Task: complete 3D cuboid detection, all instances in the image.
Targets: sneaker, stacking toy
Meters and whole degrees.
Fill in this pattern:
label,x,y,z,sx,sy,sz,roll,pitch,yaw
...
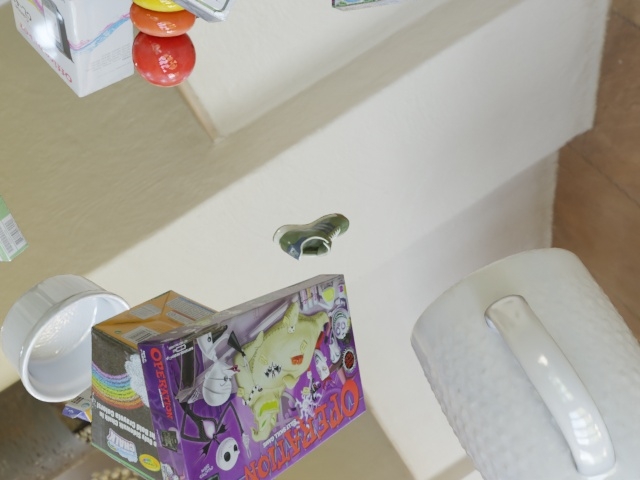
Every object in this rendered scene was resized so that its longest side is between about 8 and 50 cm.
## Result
label,x,y,z,sx,sy,sz,roll,pitch,yaw
sneaker,0.000,0.000,1.400,0.086,0.192,0.064,45,133,35
stacking toy,-0.205,-0.351,0.866,0.141,0.141,0.330,53,146,41

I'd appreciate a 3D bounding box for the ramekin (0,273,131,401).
label,x,y,z,sx,sy,sz,roll,pitch,yaw
ramekin,-0.573,0.210,1.515,0.135,0.277,0.277,31,162,30

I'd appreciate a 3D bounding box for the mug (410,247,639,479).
label,x,y,z,sx,sy,sz,roll,pitch,yaw
mug,0.295,0.199,0.860,0.374,0.276,0.328,52,-168,-56

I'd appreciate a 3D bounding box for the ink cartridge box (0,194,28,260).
label,x,y,z,sx,sy,sz,roll,pitch,yaw
ink cartridge box,-0.635,-0.049,1.157,0.056,0.235,0.171,-57,-41,-48

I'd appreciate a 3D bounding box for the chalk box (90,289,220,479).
label,x,y,z,sx,sy,sz,roll,pitch,yaw
chalk box,-0.245,0.261,1.088,0.180,0.179,0.288,20,116,26

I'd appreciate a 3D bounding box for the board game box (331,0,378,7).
label,x,y,z,sx,sy,sz,roll,pitch,yaw
board game box,0.121,-0.505,1.342,0.194,0.194,0.060,-58,-39,-72

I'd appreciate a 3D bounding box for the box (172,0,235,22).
label,x,y,z,sx,sy,sz,roll,pitch,yaw
box,-0.094,-0.358,0.575,0.169,0.289,0.087,24,-172,-22

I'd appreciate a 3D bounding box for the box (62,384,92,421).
label,x,y,z,sx,sy,sz,roll,pitch,yaw
box,-0.406,0.287,1.241,0.081,0.136,0.028,-2,120,46

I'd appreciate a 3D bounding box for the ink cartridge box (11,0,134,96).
label,x,y,z,sx,sy,sz,roll,pitch,yaw
ink cartridge box,-0.445,-0.444,1.187,0.226,0.131,0.306,46,148,14

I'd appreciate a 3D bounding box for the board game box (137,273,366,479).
label,x,y,z,sx,sy,sz,roll,pitch,yaw
board game box,-0.062,0.176,0.834,0.347,0.056,0.208,-18,-76,-54
